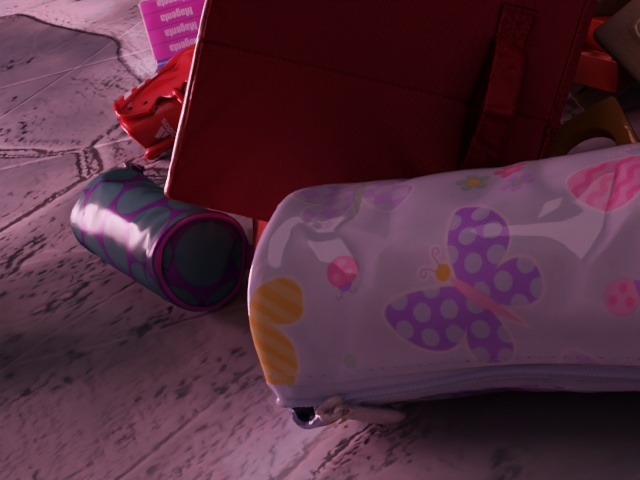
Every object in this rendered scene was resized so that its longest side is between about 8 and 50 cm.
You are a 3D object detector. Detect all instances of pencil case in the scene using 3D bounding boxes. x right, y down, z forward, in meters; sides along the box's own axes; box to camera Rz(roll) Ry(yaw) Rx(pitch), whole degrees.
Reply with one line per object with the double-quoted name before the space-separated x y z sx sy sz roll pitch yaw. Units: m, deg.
"pencil case" -0.099 -0.003 1.059 0.070 0.064 0.152 3 12 -28
"pencil case" 0.101 0.020 0.772 0.273 0.113 0.124 -8 35 28

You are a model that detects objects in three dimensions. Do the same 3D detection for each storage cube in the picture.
"storage cube" 0.033 -0.113 0.951 0.193 0.183 0.215 12 22 -4

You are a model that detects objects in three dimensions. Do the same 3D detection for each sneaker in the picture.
"sneaker" -0.070 -0.100 1.271 0.128 0.087 0.221 -41 19 -21

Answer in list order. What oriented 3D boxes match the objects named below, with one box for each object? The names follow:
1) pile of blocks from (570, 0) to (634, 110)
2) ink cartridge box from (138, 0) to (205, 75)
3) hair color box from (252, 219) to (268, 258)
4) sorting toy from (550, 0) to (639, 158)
"pile of blocks" 0.285 -0.184 1.050 0.362 0.149 0.112 -20 28 4
"ink cartridge box" 0.002 -0.258 1.573 0.324 0.071 0.330 -16 21 9
"hair color box" 0.000 0.000 0.961 0.072 0.043 0.141 11 22 -6
"sorting toy" 0.256 -0.128 0.923 0.348 0.047 0.196 -40 44 5
